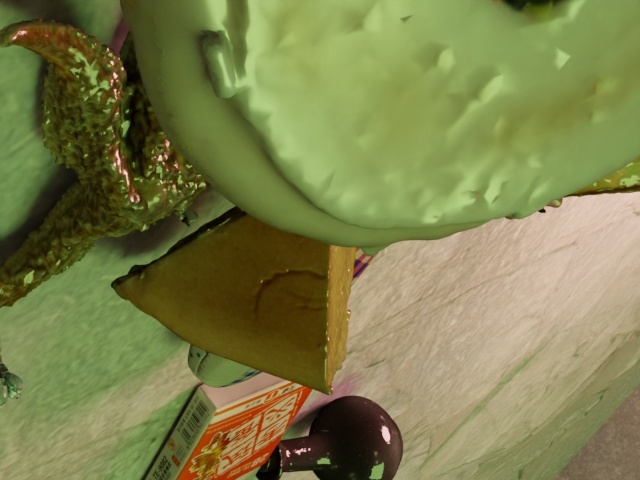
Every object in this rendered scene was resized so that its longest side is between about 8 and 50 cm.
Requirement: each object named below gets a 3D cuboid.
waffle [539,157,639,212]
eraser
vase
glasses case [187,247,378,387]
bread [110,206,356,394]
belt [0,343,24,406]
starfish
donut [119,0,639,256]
[{"bbox_3d":[0.336,-0.134,1.193,0.348,0.078,0.304,-6,154,-3],"label":"waffle"},{"bbox_3d":[-0.097,0.205,1.356,0.157,0.038,0.230,-19,149,-45],"label":"eraser"},{"bbox_3d":[0.004,0.237,1.509,0.183,0.120,0.120,2,135,-39],"label":"vase"},{"bbox_3d":[0.000,0.000,1.065,0.125,0.076,0.327,-21,153,-55],"label":"glasses case"},{"bbox_3d":[-0.039,-0.005,0.907,0.140,0.169,0.160,-42,152,-77],"label":"bread"},{"bbox_3d":[-0.268,0.086,0.808,0.100,0.065,0.179,-33,160,8],"label":"belt"},{"bbox_3d":[-0.078,-0.075,0.789,0.301,0.084,0.293,-23,154,-30],"label":"starfish"},{"bbox_3d":[0.069,-0.175,0.623,0.382,0.142,0.383,-18,131,-22],"label":"donut"}]
